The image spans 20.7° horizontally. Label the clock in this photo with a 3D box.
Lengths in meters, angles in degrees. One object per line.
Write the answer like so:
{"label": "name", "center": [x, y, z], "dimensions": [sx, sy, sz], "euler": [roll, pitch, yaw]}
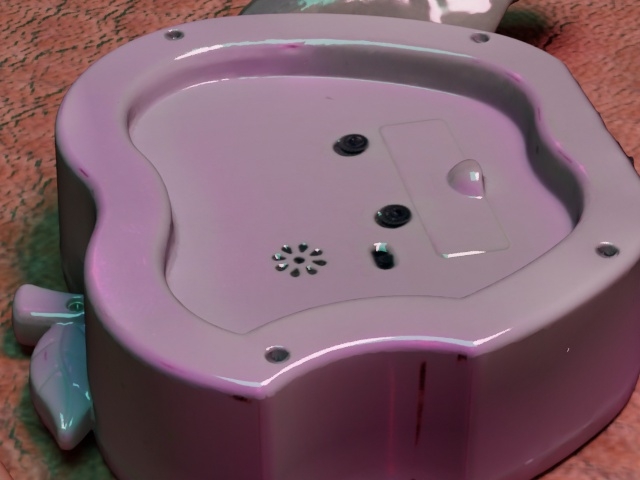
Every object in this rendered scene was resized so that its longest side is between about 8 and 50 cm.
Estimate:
{"label": "clock", "center": [0.000, 0.000, 0.903], "dimensions": [0.339, 0.102, 0.338], "euler": [0, 37, 0]}

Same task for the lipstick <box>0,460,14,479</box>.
{"label": "lipstick", "center": [-0.165, 0.117, 0.790], "dimensions": [0.045, 0.045, 0.145], "euler": [-19, 40, -28]}

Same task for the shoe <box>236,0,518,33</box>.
{"label": "shoe", "center": [0.068, -0.139, 1.109], "dimensions": [0.251, 0.103, 0.100], "euler": [-20, 84, -6]}
